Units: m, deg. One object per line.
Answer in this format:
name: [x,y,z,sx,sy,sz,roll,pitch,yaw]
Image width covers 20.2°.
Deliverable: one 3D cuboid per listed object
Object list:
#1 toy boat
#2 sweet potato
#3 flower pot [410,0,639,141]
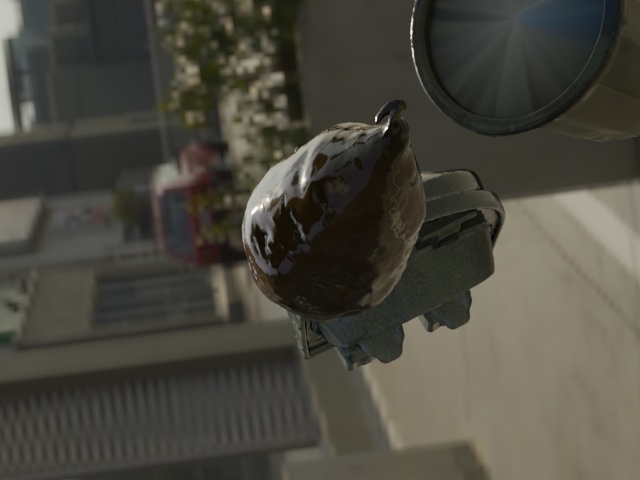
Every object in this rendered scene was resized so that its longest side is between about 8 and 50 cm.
toy boat: [0.046,0.016,1.101,0.092,0.141,0.319,63,176,11]
sweet potato: [-0.001,0.002,0.787,0.269,0.075,0.074,135,128,-75]
flower pot: [0.217,-0.182,1.627,0.203,0.212,0.212,12,-115,-55]
